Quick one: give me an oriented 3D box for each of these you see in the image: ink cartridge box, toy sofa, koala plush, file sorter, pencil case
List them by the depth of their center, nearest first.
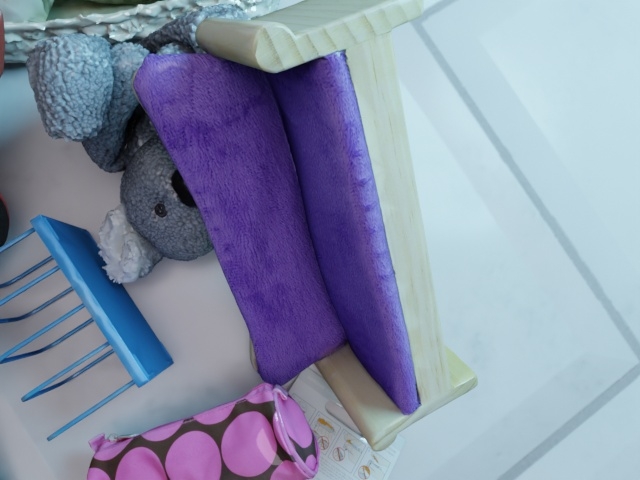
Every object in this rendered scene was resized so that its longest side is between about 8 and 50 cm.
[{"bbox_3d":[0.000,0.000,0.445,0.177,0.150,0.363,-25,121,-15],"label":"toy sofa"},{"bbox_3d":[-0.109,0.197,0.493,0.209,0.095,0.098,-21,79,8],"label":"pencil case"},{"bbox_3d":[-0.238,0.080,0.505,0.104,0.118,0.170,-33,88,-8],"label":"file sorter"},{"bbox_3d":[-0.150,-0.080,0.526,0.196,0.203,0.221,-24,106,-26],"label":"koala plush"},{"bbox_3d":[-0.013,0.248,0.564,0.145,0.045,0.179,36,61,-2],"label":"ink cartridge box"}]

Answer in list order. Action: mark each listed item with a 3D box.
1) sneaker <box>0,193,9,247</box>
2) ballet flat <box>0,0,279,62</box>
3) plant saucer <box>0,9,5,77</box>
[{"bbox_3d":[-0.426,0.056,0.503,0.136,0.116,0.314,31,84,23],"label":"sneaker"},{"bbox_3d":[-0.241,-0.272,0.543,0.408,0.147,0.147,-8,84,-8],"label":"ballet flat"},{"bbox_3d":[-0.404,-0.076,0.463,0.259,0.048,0.258,-4,60,18],"label":"plant saucer"}]
